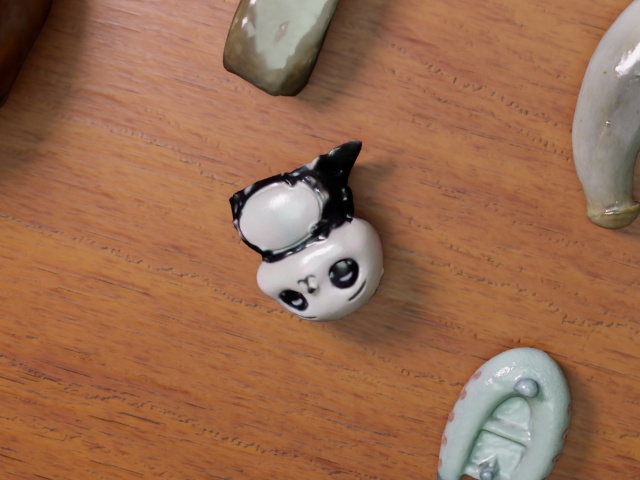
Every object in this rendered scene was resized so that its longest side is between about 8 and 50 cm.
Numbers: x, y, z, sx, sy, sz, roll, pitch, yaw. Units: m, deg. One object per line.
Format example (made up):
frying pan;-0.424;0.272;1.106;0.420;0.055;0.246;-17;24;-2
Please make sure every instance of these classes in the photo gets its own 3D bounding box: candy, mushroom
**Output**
candy;-0.026;-0.275;1.599;0.104;0.102;0.234;23;100;3
mushroom;0.334;-0.144;1.581;0.118;0.103;0.270;22;110;1

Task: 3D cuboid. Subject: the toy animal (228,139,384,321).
toy animal;0.000;0.000;1.623;0.166;0.138;0.179;-22;91;27

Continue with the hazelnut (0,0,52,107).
hazelnut;-0.475;-0.276;1.552;0.365;0.366;0.366;1;100;7

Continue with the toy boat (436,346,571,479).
toy boat;0.212;0.221;1.665;0.134;0.079;0.208;25;103;5
